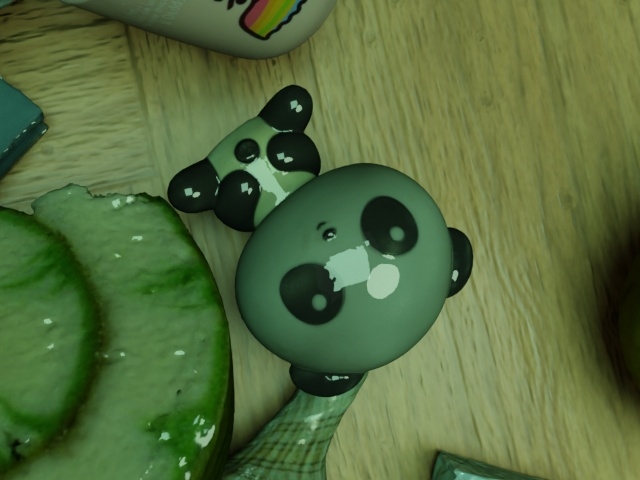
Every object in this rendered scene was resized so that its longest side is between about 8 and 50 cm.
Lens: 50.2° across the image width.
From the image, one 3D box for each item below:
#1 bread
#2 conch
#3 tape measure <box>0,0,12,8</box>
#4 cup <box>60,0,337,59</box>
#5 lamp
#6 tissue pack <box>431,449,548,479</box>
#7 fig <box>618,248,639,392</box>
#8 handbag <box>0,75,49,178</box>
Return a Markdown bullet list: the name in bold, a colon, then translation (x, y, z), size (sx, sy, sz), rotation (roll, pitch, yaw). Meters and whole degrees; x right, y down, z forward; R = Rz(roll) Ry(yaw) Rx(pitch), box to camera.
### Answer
- **bread**: translation (-0.245, 0.103, 0.509), size (0.366, 0.129, 0.382), rotation (24, 57, 11)
- **conch**: translation (-0.070, 0.266, 0.584), size (0.386, 0.169, 0.203), rotation (-38, 119, -7)
- **tape measure**: translation (-0.316, -0.205, 0.520), size (0.182, 0.181, 0.107), rotation (-34, 108, -25)
- **cup**: translation (-0.077, -0.279, 0.546), size (0.191, 0.200, 0.253), rotation (50, 117, 33)
- **lamp**: translation (0.000, 0.000, 0.600), size (0.198, 0.198, 0.244), rotation (-41, 86, -9)
- **tissue pack**: translation (0.167, 0.358, 0.653), size (0.177, 0.089, 0.263), rotation (17, 84, -6)
- **fig**: translation (0.458, 0.074, 0.586), size (0.343, 0.343, 0.343), rotation (0, 88, -9)
- **handbag**: translation (-0.373, -0.129, 0.604), size (0.221, 0.057, 0.144), rotation (39, 76, -4)
